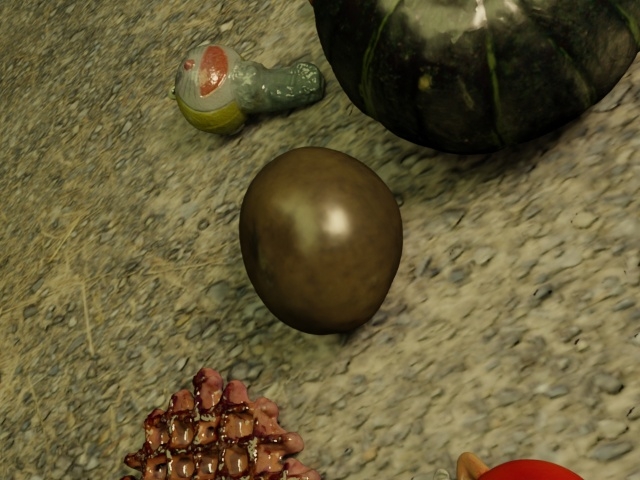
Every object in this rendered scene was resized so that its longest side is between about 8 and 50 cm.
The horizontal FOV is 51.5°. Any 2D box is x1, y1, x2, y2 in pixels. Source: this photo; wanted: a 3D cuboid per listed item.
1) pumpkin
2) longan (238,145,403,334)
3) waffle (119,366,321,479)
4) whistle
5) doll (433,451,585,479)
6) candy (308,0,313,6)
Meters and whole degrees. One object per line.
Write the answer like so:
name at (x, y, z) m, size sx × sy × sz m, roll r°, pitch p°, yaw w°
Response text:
pumpkin at (0.150, -0.241, 0.615) m, size 0.324 × 0.241 × 0.322 m, roll -6°, pitch 76°, yaw 22°
longan at (0.000, 0.000, 0.656) m, size 0.168 × 0.167 × 0.187 m, roll -14°, pitch 60°, yaw 30°
waffle at (-0.116, 0.252, 0.681) m, size 0.234 × 0.055 × 0.221 m, roll 33°, pitch 87°, yaw 37°
whistle at (-0.105, -0.206, 0.874) m, size 0.223 × 0.123 × 0.122 m, roll 0°, pitch 67°, yaw 20°
doll at (0.139, 0.239, 0.487) m, size 0.217 × 0.085 × 0.183 m, roll -59°, pitch 44°, yaw 20°
candy at (0.072, -0.349, 0.862) m, size 0.201 × 0.060 × 0.060 m, roll -12°, pitch 60°, yaw 23°
